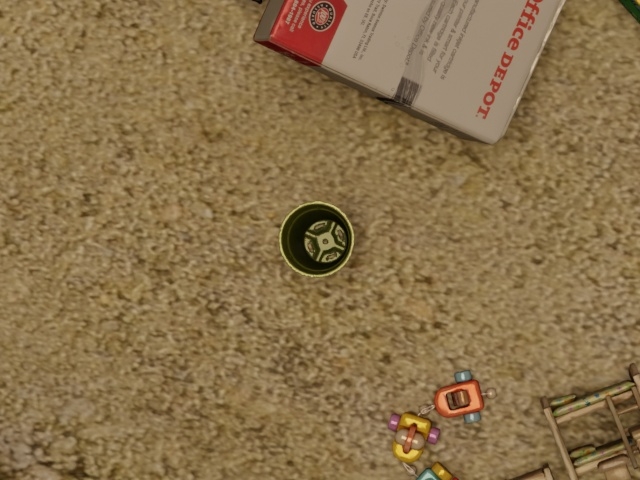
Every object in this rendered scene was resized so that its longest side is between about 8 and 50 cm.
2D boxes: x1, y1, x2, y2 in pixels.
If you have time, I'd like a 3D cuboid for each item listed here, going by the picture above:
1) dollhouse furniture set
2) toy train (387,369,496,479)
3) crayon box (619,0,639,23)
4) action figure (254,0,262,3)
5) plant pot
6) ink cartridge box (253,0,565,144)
[{"bbox_3d":[0.266,0.209,1.606,0.182,0.161,0.101,-21,85,6],"label":"dollhouse furniture set"},{"bbox_3d":[0.139,0.231,1.681,0.125,0.046,0.166,-9,87,8],"label":"toy train"},{"bbox_3d":[0.374,-0.331,1.650,0.165,0.081,0.278,-41,84,4],"label":"crayon box"},{"bbox_3d":[-0.002,-0.391,1.690,0.185,0.099,0.285,16,97,-7],"label":"action figure"},{"bbox_3d":[0.000,0.000,1.691,0.083,0.079,0.083,0,88,7],"label":"plant pot"},{"bbox_3d":[0.096,-0.244,1.627,0.273,0.114,0.197,24,92,-13],"label":"ink cartridge box"}]
